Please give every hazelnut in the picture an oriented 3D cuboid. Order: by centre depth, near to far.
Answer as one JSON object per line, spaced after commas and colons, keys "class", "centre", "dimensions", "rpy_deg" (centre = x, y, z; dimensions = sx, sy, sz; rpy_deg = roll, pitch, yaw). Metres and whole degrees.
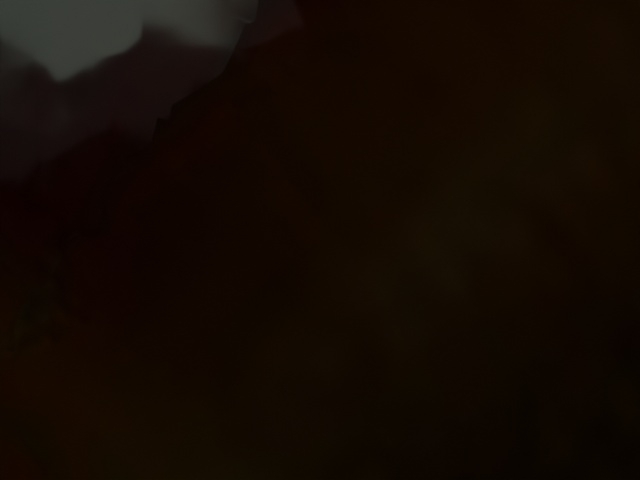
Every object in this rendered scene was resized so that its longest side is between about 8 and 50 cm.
{"class": "hazelnut", "centre": [0.000, 0.000, 0.627], "dimensions": [0.409, 0.359, 0.359], "rpy_deg": [-41, 37, -26]}
